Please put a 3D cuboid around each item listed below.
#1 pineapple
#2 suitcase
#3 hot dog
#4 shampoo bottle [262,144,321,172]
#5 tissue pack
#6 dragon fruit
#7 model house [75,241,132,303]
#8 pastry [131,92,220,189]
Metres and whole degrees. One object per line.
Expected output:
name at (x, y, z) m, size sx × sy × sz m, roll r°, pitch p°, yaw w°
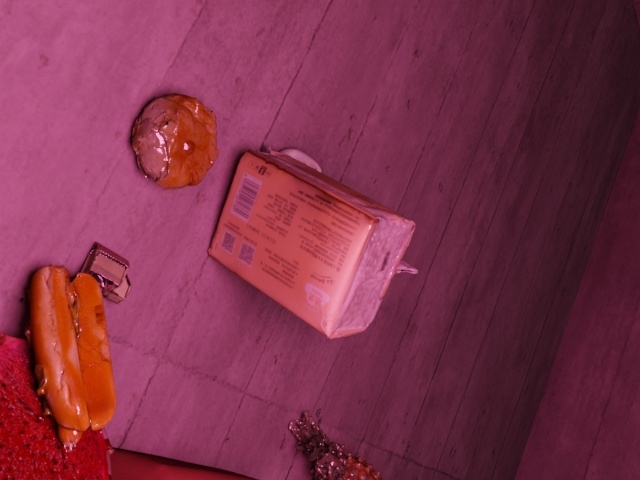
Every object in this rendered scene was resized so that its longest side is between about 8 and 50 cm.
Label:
pineapple at (0.034, 0.531, 1.541) m, size 0.175 × 0.175 × 0.361 m, roll -51°, pitch 122°, yaw -29°
suitcase at (-0.246, 0.435, 1.084) m, size 0.297 × 0.236 × 0.161 m, roll 34°, pitch 63°, yaw -50°
hot dog at (-0.334, 0.144, 0.901) m, size 0.109 × 0.072 × 0.269 m, roll 28°, pitch 37°, yaw -51°
shampoo bottle at (-0.060, -0.144, 1.293) m, size 0.152 × 0.045 × 0.077 m, roll 31°, pitch 77°, yaw -49°
tissue pack at (0.000, 0.000, 1.168) m, size 0.238 × 0.305 × 0.239 m, roll -30°, pitch 136°, yaw -35°
dragon fruit at (-0.389, 0.250, 0.929) m, size 0.126 × 0.161 × 0.274 m, roll -28°, pitch 106°, yaw 7°
model house at (-0.319, 0.049, 1.027) m, size 0.083 × 0.057 × 0.058 m, roll 35°, pitch 45°, yaw -31°
pastry at (-0.223, -0.153, 1.058) m, size 0.153 × 0.081 × 0.153 m, roll -19°, pitch 112°, yaw -58°
